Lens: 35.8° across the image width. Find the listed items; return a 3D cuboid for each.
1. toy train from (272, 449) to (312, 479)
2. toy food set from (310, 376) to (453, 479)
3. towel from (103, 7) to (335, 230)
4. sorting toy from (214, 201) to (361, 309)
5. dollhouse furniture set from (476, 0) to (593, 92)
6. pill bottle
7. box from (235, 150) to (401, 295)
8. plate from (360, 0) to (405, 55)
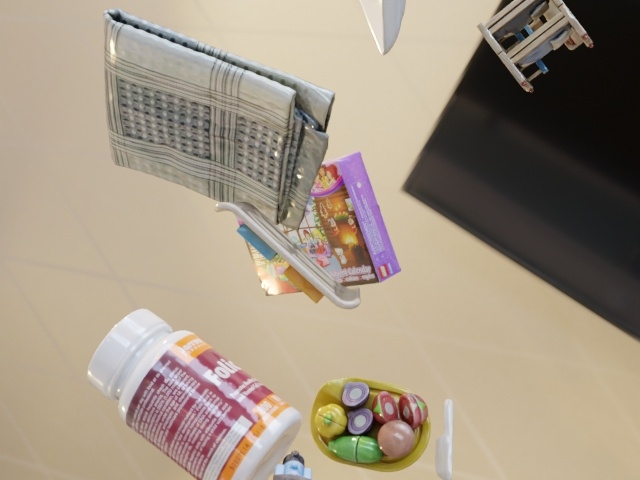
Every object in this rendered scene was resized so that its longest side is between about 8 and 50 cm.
[{"bbox_3d":[-0.048,0.412,1.593,0.184,0.080,0.105,-82,2,-74],"label":"toy train"},{"bbox_3d":[0.084,0.260,1.406,0.071,0.217,0.128,58,-138,-68],"label":"toy food set"},{"bbox_3d":[-0.150,-0.147,1.364,0.312,0.324,0.056,106,-174,-55],"label":"towel"},{"bbox_3d":[-0.041,0.020,1.254,0.038,0.208,0.193,-52,0,3],"label":"sorting toy"},{"bbox_3d":[0.369,-0.324,1.635,0.129,0.129,0.183,-37,-18,18],"label":"dollhouse furniture set"},{"bbox_3d":[-0.251,0.320,1.951,0.224,0.392,0.224,-51,-15,-19],"label":"pill bottle"},{"bbox_3d":[-0.018,-0.019,1.615,0.057,0.201,0.293,-26,10,-40],"label":"box"},{"bbox_3d":[0.090,-0.450,1.458,0.277,0.045,0.278,-101,8,-57],"label":"plate"}]
